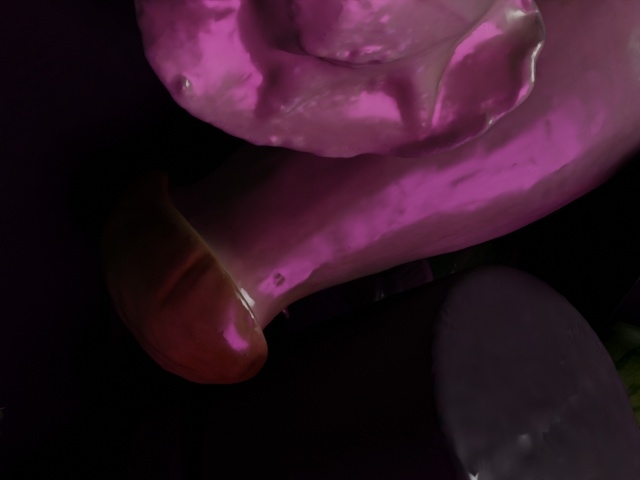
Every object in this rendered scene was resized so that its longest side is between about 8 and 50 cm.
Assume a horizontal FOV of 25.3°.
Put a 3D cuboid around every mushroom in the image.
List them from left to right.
[{"bbox_3d":[0.062,-0.058,0.633,0.350,0.128,0.128,-32,150,-7],"label":"mushroom"}]

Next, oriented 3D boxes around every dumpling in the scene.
[{"bbox_3d":[-0.006,-0.100,0.516,0.134,0.100,0.169,-39,140,3],"label":"dumpling"}]

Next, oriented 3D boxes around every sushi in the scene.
[{"bbox_3d":[0.204,-0.064,0.795,0.320,0.069,0.339,-47,169,-20],"label":"sushi"}]

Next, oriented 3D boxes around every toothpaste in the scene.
[{"bbox_3d":[0.083,0.015,0.815,0.078,0.047,0.248,-54,158,23],"label":"toothpaste"}]

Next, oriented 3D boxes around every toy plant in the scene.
[{"bbox_3d":[-0.035,0.160,0.732,0.185,0.279,0.400,34,137,-27],"label":"toy plant"}]

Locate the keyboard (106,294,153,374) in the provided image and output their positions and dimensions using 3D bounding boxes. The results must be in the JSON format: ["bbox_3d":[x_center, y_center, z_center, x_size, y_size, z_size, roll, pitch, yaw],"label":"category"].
[{"bbox_3d":[0.000,0.000,0.749,0.250,0.017,0.087,-24,147,-26],"label":"keyboard"}]

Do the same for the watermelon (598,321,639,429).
[{"bbox_3d":[0.249,0.176,1.110,0.204,0.127,0.232,-65,150,-19],"label":"watermelon"}]

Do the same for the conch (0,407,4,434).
[{"bbox_3d":[-0.190,0.068,0.504,0.143,0.137,0.250,-42,151,3],"label":"conch"}]
